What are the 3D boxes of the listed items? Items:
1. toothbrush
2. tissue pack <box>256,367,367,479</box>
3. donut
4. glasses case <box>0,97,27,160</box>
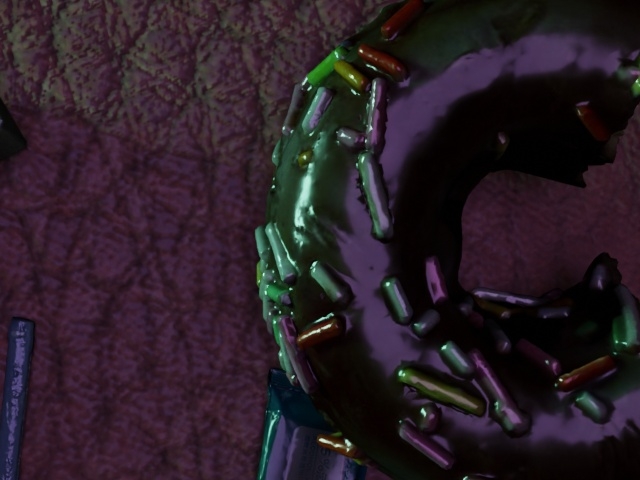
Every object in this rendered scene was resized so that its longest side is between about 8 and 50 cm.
[{"bbox_3d":[-0.208,0.160,0.662,0.016,0.019,0.220,6,88,8],"label":"toothbrush"},{"bbox_3d":[-0.009,0.162,0.683,0.085,0.028,0.138,14,82,-9],"label":"tissue pack"},{"bbox_3d":[0.090,-0.001,0.613,0.259,0.136,0.345,-1,88,-3],"label":"donut"},{"bbox_3d":[-0.291,-0.035,0.632,0.205,0.071,0.047,-29,88,-6],"label":"glasses case"}]
